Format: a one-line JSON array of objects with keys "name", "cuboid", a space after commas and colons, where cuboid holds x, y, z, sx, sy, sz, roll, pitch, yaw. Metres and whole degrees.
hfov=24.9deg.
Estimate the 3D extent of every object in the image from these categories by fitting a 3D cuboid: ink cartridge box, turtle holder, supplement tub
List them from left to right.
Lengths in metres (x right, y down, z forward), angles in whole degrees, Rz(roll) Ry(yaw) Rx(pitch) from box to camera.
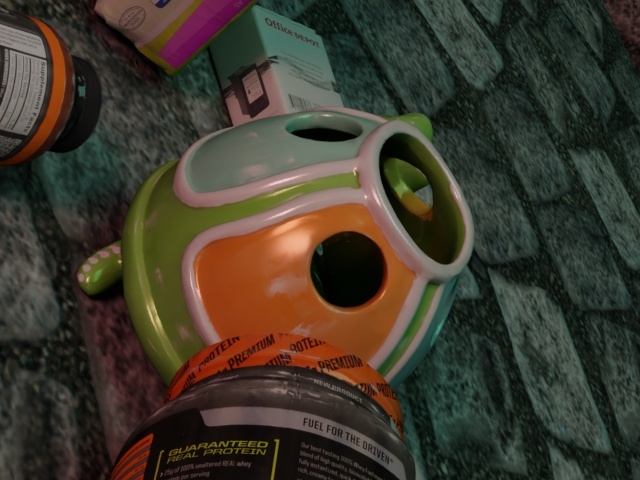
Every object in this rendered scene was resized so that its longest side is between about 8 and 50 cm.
[{"name": "supplement tub", "cuboid": [-0.234, -0.106, 0.946, 0.198, 0.106, 0.106, 11, 54, -56]}, {"name": "supplement tub", "cuboid": [-0.040, 0.227, 0.842, 0.207, 0.207, 0.338, 44, 33, -27]}, {"name": "ink cartridge box", "cuboid": [-0.033, -0.128, 1.339, 0.109, 0.063, 0.150, 15, 51, -53]}, {"name": "turtle holder", "cuboid": [0.004, 0.017, 1.089, 0.320, 0.227, 0.243, 0, 63, -58]}]

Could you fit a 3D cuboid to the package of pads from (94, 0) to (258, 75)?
[{"name": "package of pads", "cuboid": [-0.077, -0.303, 1.257, 0.101, 0.229, 0.297, 37, 36, -25]}]
